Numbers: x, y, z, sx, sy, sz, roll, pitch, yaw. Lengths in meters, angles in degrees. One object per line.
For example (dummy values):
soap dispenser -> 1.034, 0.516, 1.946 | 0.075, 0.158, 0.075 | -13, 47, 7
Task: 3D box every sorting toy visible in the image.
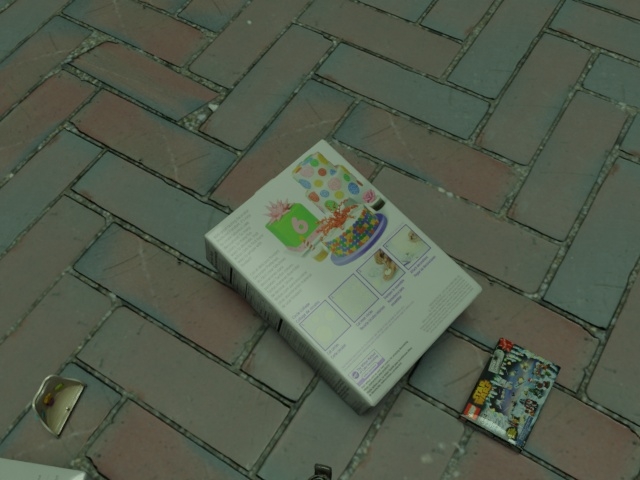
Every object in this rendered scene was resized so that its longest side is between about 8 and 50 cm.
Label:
sorting toy -> -0.377, 0.223, 0.966 | 0.045, 0.075, 0.083 | 15, 60, 11

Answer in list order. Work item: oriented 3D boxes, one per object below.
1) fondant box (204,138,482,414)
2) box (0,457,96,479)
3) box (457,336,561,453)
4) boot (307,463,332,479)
fondant box -> 0.029, 0.048, 1.003 | 0.238, 0.096, 0.330 | -42, 80, -20
box -> -0.381, 0.374, 0.850 | 0.182, 0.119, 0.181 | 7, 59, 6
box -> 0.266, 0.215, 0.968 | 0.094, 0.027, 0.137 | 26, 64, 18
boot -> -0.030, 0.397, 0.755 | 0.091, 0.229, 0.263 | 9, 60, 8
